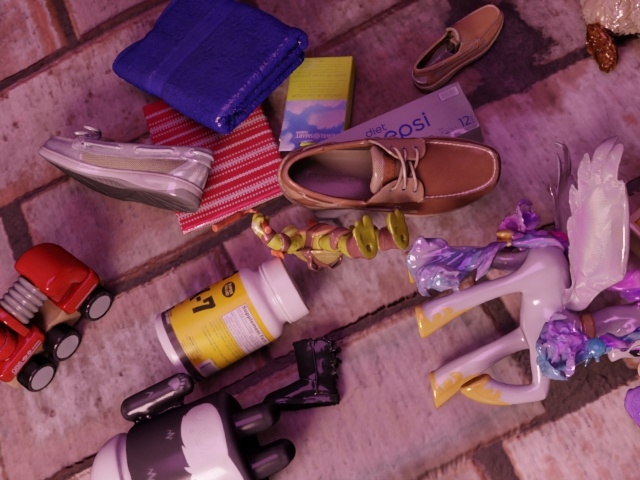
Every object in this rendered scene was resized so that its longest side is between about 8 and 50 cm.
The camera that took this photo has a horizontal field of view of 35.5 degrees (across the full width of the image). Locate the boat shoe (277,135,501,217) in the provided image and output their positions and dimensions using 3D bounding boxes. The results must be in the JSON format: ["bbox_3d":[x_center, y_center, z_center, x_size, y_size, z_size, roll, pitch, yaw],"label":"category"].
[{"bbox_3d":[0.097,-0.091,1.424,0.324,0.116,0.123,-5,89,4],"label":"boat shoe"}]

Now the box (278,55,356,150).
[{"bbox_3d":[-0.004,-0.217,1.643,0.109,0.042,0.178,1,67,16],"label":"box"}]

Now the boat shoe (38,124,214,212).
[{"bbox_3d":[-0.318,-0.127,1.629,0.320,0.118,0.103,13,75,29],"label":"boat shoe"}]

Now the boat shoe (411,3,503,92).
[{"bbox_3d":[0.224,-0.320,1.613,0.068,0.072,0.190,39,80,26],"label":"boat shoe"}]

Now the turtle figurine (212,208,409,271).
[{"bbox_3d":[0.000,0.000,1.409,0.217,0.270,0.087,-3,84,46],"label":"turtle figurine"}]

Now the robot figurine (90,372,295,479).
[{"bbox_3d":[-0.177,0.313,1.378,0.278,0.173,0.209,-23,45,4],"label":"robot figurine"}]

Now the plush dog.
[{"bbox_3d":[0.501,-0.377,1.520,0.225,0.210,0.262,1,62,44],"label":"plush dog"}]

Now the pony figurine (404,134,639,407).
[{"bbox_3d":[0.304,0.052,1.342,0.364,0.303,0.351,-12,96,6],"label":"pony figurine"}]

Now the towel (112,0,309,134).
[{"bbox_3d":[-0.184,-0.306,1.688,0.308,0.076,0.227,32,76,38],"label":"towel"}]

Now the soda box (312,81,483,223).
[{"bbox_3d":[0.104,-0.132,1.545,0.286,0.098,0.091,-24,65,4],"label":"soda box"}]

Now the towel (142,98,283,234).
[{"bbox_3d":[-0.175,-0.156,1.668,0.199,0.031,0.274,-23,63,4],"label":"towel"}]

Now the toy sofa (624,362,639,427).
[{"bbox_3d":[0.508,0.286,1.170,0.177,0.150,0.362,-37,69,18],"label":"toy sofa"}]

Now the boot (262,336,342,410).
[{"bbox_3d":[-0.027,0.194,1.461,0.121,0.045,0.099,-6,67,4],"label":"boot"}]

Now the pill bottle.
[{"bbox_3d":[-0.129,0.114,1.482,0.208,0.119,0.119,-29,62,0],"label":"pill bottle"}]

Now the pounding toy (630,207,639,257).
[{"bbox_3d":[0.516,-0.014,1.381,0.130,0.100,0.141,-41,63,-6],"label":"pounding toy"}]

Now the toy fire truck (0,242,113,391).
[{"bbox_3d":[-0.471,0.084,1.513,0.158,0.246,0.217,33,78,25],"label":"toy fire truck"}]
